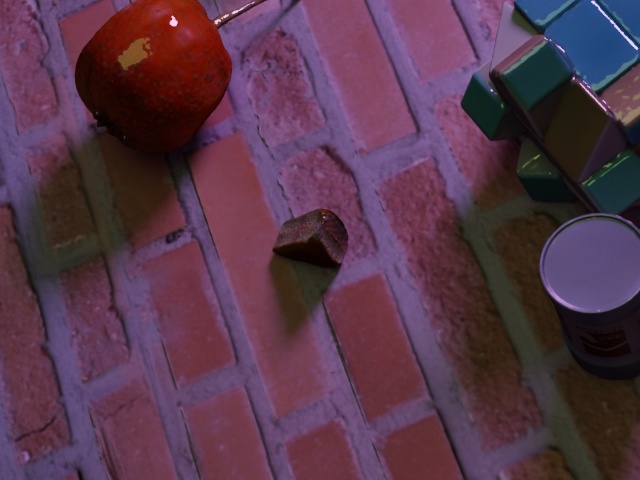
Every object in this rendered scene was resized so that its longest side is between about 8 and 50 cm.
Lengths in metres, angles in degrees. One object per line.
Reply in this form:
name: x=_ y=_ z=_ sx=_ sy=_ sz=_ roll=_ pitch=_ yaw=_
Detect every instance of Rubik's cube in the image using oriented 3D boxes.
Rubik's cube: x=0.252 y=-0.152 z=1.679 sx=0.213 sy=0.224 sz=0.265 roll=-38 pitch=63 yaw=4

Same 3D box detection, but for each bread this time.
bread: x=0.000 y=0.000 z=1.779 sx=0.062 sy=0.109 sz=0.043 roll=25 pitch=73 yaw=-18

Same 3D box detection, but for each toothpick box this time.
toothpick box: x=0.260 y=0.053 z=1.603 sx=0.101 sy=0.153 sz=0.101 roll=-8 pitch=62 yaw=15

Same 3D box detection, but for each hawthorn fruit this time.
hawthorn fruit: x=-0.126 y=-0.212 z=1.881 sx=0.285 sy=0.165 sz=0.165 roll=-37 pitch=58 yaw=-14
